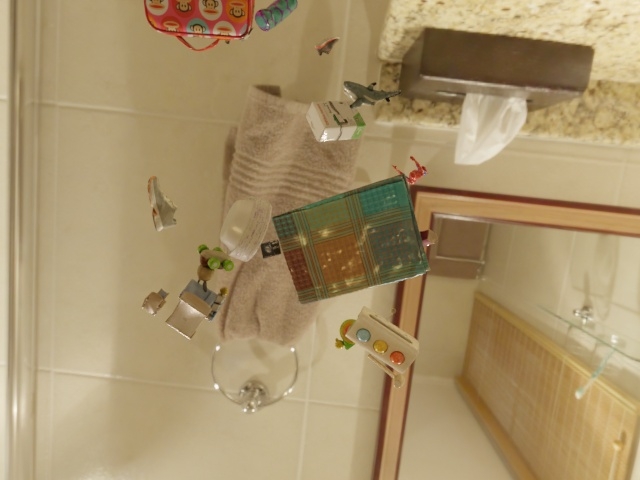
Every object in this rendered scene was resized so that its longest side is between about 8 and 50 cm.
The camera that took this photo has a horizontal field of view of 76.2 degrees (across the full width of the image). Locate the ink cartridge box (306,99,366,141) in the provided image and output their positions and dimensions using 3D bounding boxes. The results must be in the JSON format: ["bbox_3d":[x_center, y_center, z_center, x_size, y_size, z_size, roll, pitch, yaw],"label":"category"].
[{"bbox_3d":[0.068,-0.538,1.833,0.219,0.161,0.093,-13,157,-28],"label":"ink cartridge box"}]

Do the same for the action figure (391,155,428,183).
[{"bbox_3d":[0.412,-0.325,1.856,0.139,0.091,0.280,49,-159,2],"label":"action figure"}]

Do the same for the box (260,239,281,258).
[{"bbox_3d":[-0.218,0.037,1.786,0.083,0.067,0.018,-14,-154,-14],"label":"box"}]

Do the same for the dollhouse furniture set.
[{"bbox_3d":[-0.574,0.232,1.850,0.286,0.198,0.303,36,-147,-7],"label":"dollhouse furniture set"}]

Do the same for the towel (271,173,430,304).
[{"bbox_3d":[0.081,0.008,1.083,0.369,0.272,0.040,-16,-169,8],"label":"towel"}]

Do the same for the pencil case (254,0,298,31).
[{"bbox_3d":[-0.143,-0.755,1.340,0.064,0.152,0.070,30,158,27],"label":"pencil case"}]

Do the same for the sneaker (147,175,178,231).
[{"bbox_3d":[-0.740,-0.179,1.929,0.120,0.263,0.099,-12,-153,-24],"label":"sneaker"}]

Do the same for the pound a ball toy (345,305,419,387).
[{"bbox_3d":[0.248,0.450,1.658,0.319,0.208,0.136,34,-160,5],"label":"pound a ball toy"}]

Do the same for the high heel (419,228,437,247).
[{"bbox_3d":[0.259,-0.043,1.322,0.243,0.082,0.117,26,153,-26],"label":"high heel"}]

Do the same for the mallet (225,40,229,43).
[{"bbox_3d":[-0.290,-0.738,1.396,0.062,0.039,0.190,42,149,0],"label":"mallet"}]

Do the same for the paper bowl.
[{"bbox_3d":[-0.337,-0.063,1.783,0.147,0.285,0.284,24,-179,-21],"label":"paper bowl"}]

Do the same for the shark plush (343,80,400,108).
[{"bbox_3d":[0.144,-0.414,1.153,0.161,0.067,0.073,11,-131,11],"label":"shark plush"}]

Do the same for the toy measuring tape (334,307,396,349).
[{"bbox_3d":[0.195,0.388,1.918,0.330,0.122,0.121,-36,-166,-5],"label":"toy measuring tape"}]

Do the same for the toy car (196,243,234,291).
[{"bbox_3d":[-0.510,0.139,1.887,0.148,0.189,0.155,14,-163,-44],"label":"toy car"}]

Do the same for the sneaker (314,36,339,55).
[{"bbox_3d":[0.035,-0.961,2.024,0.157,0.065,0.061,-37,-144,-26],"label":"sneaker"}]

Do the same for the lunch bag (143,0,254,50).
[{"bbox_3d":[-0.326,-0.656,1.113,0.292,0.259,0.120,4,-153,-7],"label":"lunch bag"}]
